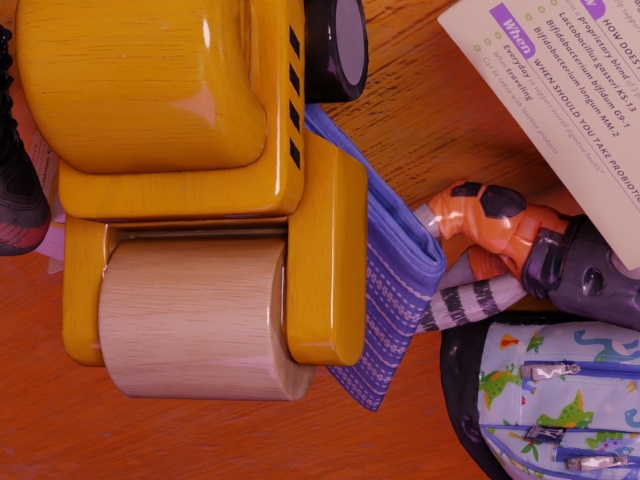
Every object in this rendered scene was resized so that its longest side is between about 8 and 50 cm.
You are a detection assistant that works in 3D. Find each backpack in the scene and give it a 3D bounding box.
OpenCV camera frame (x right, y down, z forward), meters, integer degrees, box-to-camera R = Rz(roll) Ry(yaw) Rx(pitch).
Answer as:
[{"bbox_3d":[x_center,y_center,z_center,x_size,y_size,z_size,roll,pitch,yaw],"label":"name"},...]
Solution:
[{"bbox_3d":[0.328,0.185,1.408,0.355,0.273,0.290,-12,147,23],"label":"backpack"}]

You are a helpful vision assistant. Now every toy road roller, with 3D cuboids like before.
[{"bbox_3d":[-0.094,-0.057,0.938,0.202,0.330,0.240,-2,175,18],"label":"toy road roller"}]

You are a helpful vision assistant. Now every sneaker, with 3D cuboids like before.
[{"bbox_3d":[-0.280,-0.103,1.074,0.135,0.098,0.276,-18,120,27],"label":"sneaker"}]

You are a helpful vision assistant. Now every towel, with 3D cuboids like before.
[{"bbox_3d":[0.000,0.000,1.186,0.040,0.243,0.336,-34,164,-20],"label":"towel"}]

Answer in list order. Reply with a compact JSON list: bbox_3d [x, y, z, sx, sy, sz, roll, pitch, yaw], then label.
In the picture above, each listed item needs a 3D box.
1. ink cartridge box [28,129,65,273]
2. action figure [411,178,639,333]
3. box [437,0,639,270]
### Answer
[{"bbox_3d":[-0.201,-0.053,1.202,0.067,0.115,0.198,24,149,-33],"label":"ink cartridge box"},{"bbox_3d":[0.228,0.035,1.220,0.330,0.179,0.341,4,154,27],"label":"action figure"},{"bbox_3d":[0.236,-0.127,0.841,0.213,0.117,0.243,51,141,-10],"label":"box"}]
